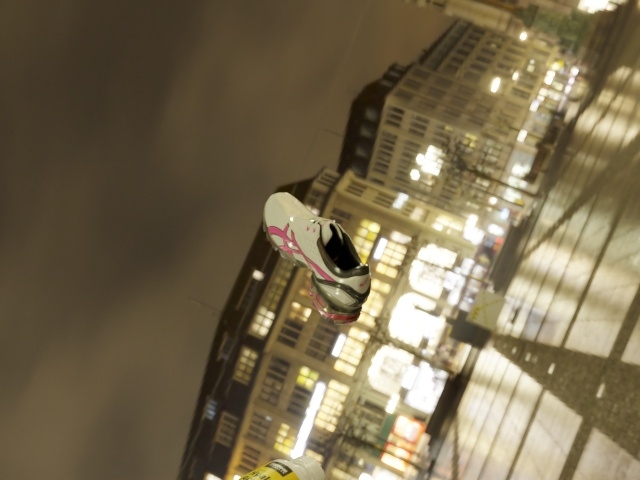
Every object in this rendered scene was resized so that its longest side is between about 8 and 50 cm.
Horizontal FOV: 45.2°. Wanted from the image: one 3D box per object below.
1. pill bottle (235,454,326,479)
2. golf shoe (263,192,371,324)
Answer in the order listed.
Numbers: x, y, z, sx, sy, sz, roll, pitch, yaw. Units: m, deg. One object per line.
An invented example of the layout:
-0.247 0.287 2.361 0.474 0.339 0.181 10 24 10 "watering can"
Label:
-0.049 0.249 0.734 0.116 0.065 0.065 -14 -51 -48 "pill bottle"
0.000 0.000 0.847 0.067 0.186 0.086 -13 -41 -34 "golf shoe"
